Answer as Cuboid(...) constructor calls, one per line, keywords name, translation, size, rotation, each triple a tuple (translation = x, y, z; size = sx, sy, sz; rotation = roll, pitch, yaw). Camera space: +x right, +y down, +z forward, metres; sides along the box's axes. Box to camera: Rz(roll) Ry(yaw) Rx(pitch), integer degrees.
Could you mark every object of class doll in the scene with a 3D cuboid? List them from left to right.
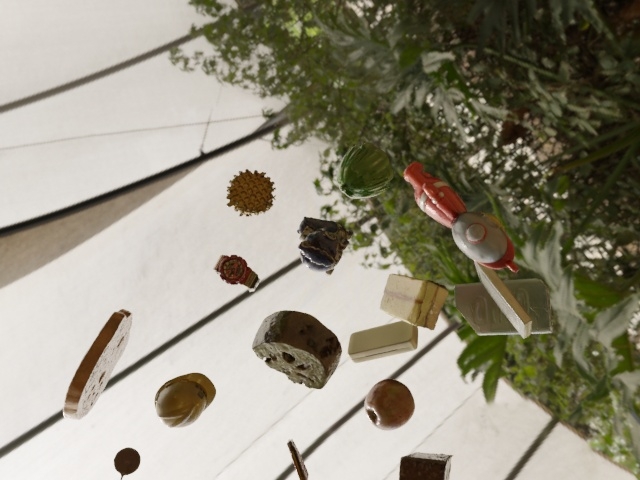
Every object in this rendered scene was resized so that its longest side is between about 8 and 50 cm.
Cuboid(name="doll", translation=(0.324, -0.050, 1.238), size=(0.336, 0.105, 0.199), rotation=(50, -169, 28))

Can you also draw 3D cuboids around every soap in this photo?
Cuboid(name="soap", translation=(0.589, 0.217, 1.761), size=(0.095, 0.289, 0.173), rotation=(17, -111, -59))

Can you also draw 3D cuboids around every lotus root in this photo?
Cuboid(name="lotus root", translation=(-0.052, 0.277, 1.411), size=(0.234, 0.138, 0.119), rotation=(31, -144, -3))
Cuboid(name="lotus root", translation=(0.115, -0.200, 1.737), size=(0.186, 0.186, 0.186), rotation=(50, -172, -10))

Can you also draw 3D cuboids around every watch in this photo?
Cuboid(name="watch", translation=(-0.294, 0.122, 1.928), size=(0.164, 0.102, 0.268), rotation=(30, 168, -3))

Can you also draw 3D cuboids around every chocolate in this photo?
Cuboid(name="chocolate", translation=(0.268, 0.587, 1.373), size=(0.321, 0.111, 0.112), rotation=(49, -131, -67))

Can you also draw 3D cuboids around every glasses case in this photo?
Cuboid(name="glasses case", translation=(0.269, 0.437, 2.360), size=(0.070, 0.312, 0.131), rotation=(55, -150, -29))

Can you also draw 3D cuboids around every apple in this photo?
Cuboid(name="apple", translation=(0.263, 0.634, 2.099), size=(0.188, 0.173, 0.188), rotation=(33, 134, 42))

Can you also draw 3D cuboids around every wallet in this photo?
Cuboid(name="wallet", translation=(-0.055, 0.534, 1.325), size=(0.196, 0.020, 0.103), rotation=(95, 152, -72))

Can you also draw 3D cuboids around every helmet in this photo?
Cuboid(name="helmet", translation=(-0.543, 0.657, 2.152), size=(0.205, 0.256, 0.140), rotation=(57, -175, -20))

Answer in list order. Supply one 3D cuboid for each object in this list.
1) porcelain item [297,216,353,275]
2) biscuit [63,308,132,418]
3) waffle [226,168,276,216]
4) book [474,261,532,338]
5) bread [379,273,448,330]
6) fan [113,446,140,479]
Cuboid(name="porcelain item", translation=(0.000, 0.000, 1.826), size=(0.186, 0.138, 0.288), rotation=(28, -158, 2))
Cuboid(name="biscuit", translation=(-0.714, 0.394, 1.746), size=(0.062, 0.385, 0.365), rotation=(24, -123, -5))
Cuboid(name="waffle", translation=(-0.274, -0.185, 2.160), size=(0.070, 0.196, 0.193), rotation=(124, 149, -69))
Cuboid(name="book", translation=(0.462, 0.144, 1.380), size=(0.202, 0.027, 0.264), rotation=(57, -173, 25))
Cuboid(name="bread", translation=(0.295, 0.206, 1.954), size=(0.263, 0.168, 0.163), rotation=(12, 175, 40))
Cuboid(name="fan", translation=(-0.632, 0.737, 1.757), size=(0.085, 0.134, 0.005), rotation=(18, 167, -10))
